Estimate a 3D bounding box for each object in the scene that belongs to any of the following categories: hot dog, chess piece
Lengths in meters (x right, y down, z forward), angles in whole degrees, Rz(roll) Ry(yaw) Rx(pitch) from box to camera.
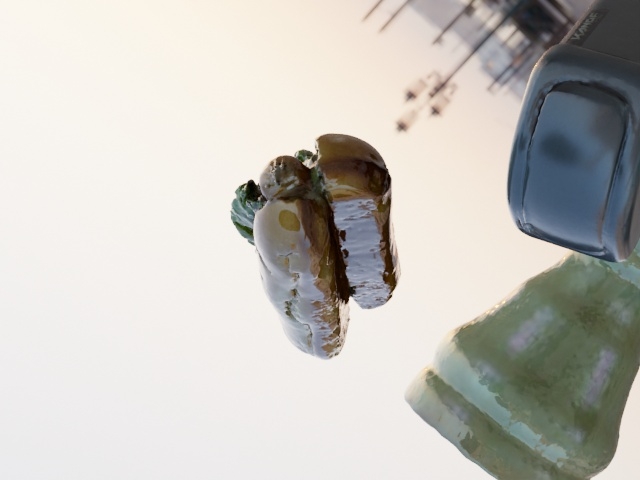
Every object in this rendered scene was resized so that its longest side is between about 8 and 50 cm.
[{"bbox_3d":[0.000,0.000,1.068,0.100,0.135,0.337,42,169,19],"label":"hot dog"},{"bbox_3d":[0.311,0.065,1.407,0.234,0.442,0.234,35,-175,-4],"label":"chess piece"}]

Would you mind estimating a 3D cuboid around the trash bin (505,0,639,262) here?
[{"bbox_3d":[0.231,-0.099,0.993,0.101,0.177,0.236,18,-135,23],"label":"trash bin"}]
